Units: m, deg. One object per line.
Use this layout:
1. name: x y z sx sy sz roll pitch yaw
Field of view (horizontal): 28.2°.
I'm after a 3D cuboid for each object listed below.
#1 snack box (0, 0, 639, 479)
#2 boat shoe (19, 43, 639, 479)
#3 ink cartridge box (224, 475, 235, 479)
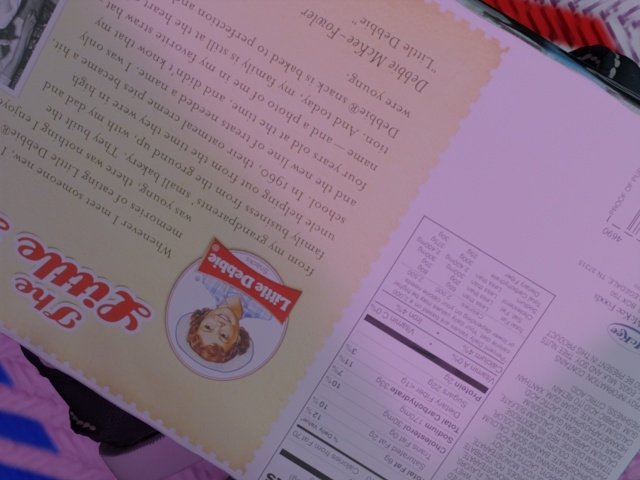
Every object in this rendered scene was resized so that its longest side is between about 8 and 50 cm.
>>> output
1. snack box: -0.023 -0.022 0.451 0.322 0.060 0.187 32 106 1
2. boat shoe: 0.000 0.000 0.536 0.302 0.114 0.091 -34 106 15
3. ink cartridge box: -0.013 0.214 0.542 0.168 0.232 0.171 45 108 -5
